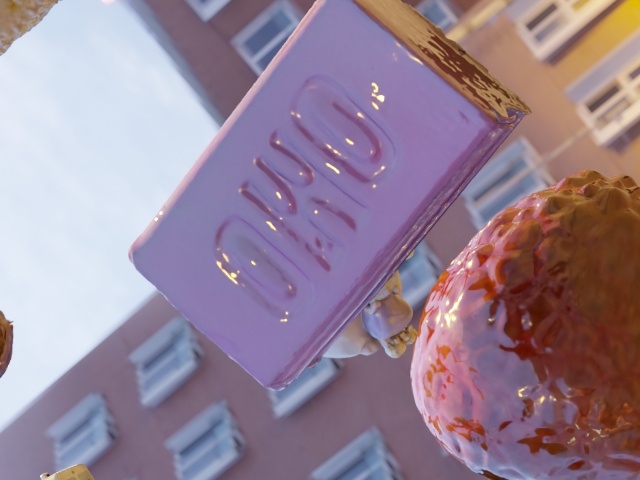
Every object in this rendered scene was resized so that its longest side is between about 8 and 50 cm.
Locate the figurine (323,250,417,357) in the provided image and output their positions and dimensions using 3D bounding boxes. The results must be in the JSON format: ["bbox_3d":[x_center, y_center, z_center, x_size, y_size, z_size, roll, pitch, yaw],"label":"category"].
[{"bbox_3d":[0.000,0.000,1.391,0.155,0.127,0.235,39,159,45],"label":"figurine"}]

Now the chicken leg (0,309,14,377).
[{"bbox_3d":[-0.370,0.117,1.174,0.304,0.113,0.093,-17,-111,-47],"label":"chicken leg"}]

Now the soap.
[{"bbox_3d":[0.001,-0.030,0.801,0.122,0.203,0.065,41,-157,6],"label":"soap"}]

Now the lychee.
[{"bbox_3d":[0.192,0.101,1.126,0.255,0.300,0.255,20,-160,-8],"label":"lychee"}]

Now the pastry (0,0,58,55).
[{"bbox_3d":[-0.324,-0.270,1.555,0.121,0.258,0.089,50,-175,2],"label":"pastry"}]

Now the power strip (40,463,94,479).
[{"bbox_3d":[-0.219,0.310,1.511,0.192,0.035,0.081,55,-172,7],"label":"power strip"}]
